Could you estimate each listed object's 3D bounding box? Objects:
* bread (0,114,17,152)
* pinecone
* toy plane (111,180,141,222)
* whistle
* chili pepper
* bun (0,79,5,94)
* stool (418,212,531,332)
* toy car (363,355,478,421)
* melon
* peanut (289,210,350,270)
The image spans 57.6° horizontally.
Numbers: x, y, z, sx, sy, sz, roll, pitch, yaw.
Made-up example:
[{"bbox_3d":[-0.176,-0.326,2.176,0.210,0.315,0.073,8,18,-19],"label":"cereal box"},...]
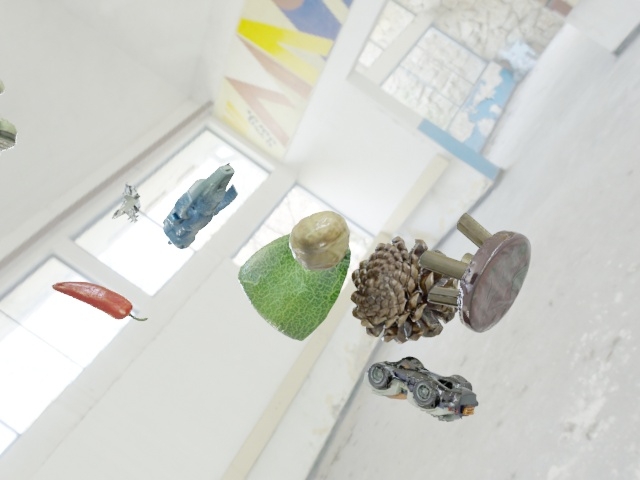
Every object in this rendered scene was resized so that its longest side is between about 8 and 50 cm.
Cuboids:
[{"bbox_3d":[-0.688,-0.216,1.080,0.286,0.207,0.056,33,-134,-74],"label":"bread"},{"bbox_3d":[0.310,0.180,1.915,0.384,0.384,0.384,-56,-2,-4],"label":"pinecone"},{"bbox_3d":[-0.705,-0.126,2.137,0.082,0.160,0.234,-11,-13,-34],"label":"toy plane"},{"bbox_3d":[-0.284,-0.076,1.349,0.269,0.093,0.180,-44,-13,31],"label":"whistle"},{"bbox_3d":[-0.607,0.166,1.619,0.063,0.272,0.071,-31,36,55],"label":"chili pepper"},{"bbox_3d":[-0.930,-0.442,1.633,0.086,0.086,0.055,-46,-26,-76],"label":"bun"},{"bbox_3d":[0.391,0.079,1.474,0.272,0.178,0.272,-25,-51,-36],"label":"stool"},{"bbox_3d":[0.264,0.393,1.533,0.193,0.301,0.118,12,-88,-46],"label":"toy car"},{"bbox_3d":[-0.062,0.110,1.896,0.226,0.331,0.343,-14,-32,-52],"label":"melon"},{"bbox_3d":[0.000,0.000,1.305,0.140,0.109,0.159,-18,-30,-3],"label":"peanut"}]
